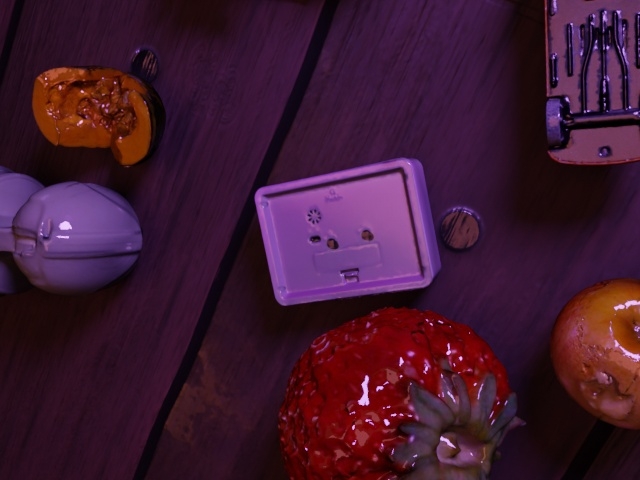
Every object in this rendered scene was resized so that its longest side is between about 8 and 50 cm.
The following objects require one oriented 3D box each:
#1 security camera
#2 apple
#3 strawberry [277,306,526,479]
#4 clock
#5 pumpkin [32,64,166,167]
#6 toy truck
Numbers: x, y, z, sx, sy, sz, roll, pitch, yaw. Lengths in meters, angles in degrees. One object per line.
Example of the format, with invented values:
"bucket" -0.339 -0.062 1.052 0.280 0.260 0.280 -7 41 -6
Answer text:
"security camera" -0.384 -0.008 0.947 0.277 0.191 0.197 3 91 22
"apple" 0.299 0.104 0.665 0.146 0.146 0.146 3 96 25
"strawberry" 0.057 0.198 0.745 0.277 0.257 0.257 -8 92 55
"clock" 0.033 -0.008 0.810 0.197 0.063 0.150 -10 95 22
"pumpkin" -0.282 -0.174 0.927 0.183 0.107 0.119 21 111 14
"toy truck" 0.276 -0.199 0.662 0.107 0.114 0.253 -1 93 24
